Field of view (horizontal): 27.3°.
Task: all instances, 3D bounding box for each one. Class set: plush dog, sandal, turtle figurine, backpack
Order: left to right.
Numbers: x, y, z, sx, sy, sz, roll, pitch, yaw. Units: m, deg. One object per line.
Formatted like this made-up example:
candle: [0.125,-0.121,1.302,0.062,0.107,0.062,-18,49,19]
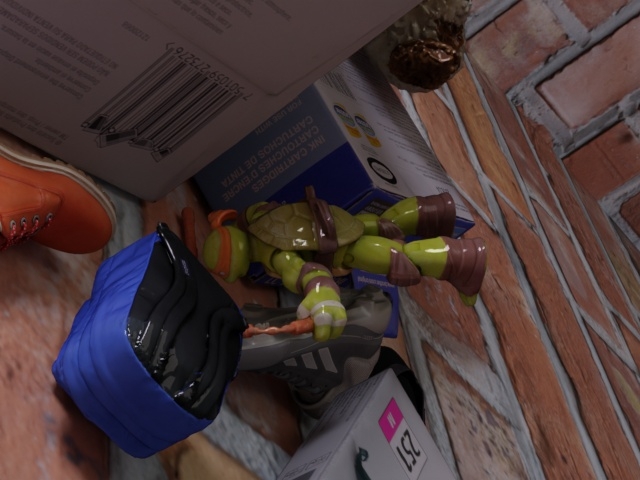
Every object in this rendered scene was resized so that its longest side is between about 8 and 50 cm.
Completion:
backpack: [-0.104,0.072,0.785,0.098,0.101,0.120,45,24,-22]
turtle figurine: [0.000,0.000,0.987,0.269,0.217,0.087,-138,-132,-67]
sandal: [0.059,0.155,1.126,0.097,0.054,0.254,52,18,-6]
plush dog: [0.073,-0.250,1.284,0.262,0.211,0.225,-63,134,-64]

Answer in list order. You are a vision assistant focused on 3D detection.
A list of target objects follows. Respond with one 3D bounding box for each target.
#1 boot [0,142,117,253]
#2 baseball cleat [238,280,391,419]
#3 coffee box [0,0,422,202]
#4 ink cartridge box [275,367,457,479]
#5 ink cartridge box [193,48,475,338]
boot: [-0.189,-0.015,0.809,0.158,0.059,0.084,27,34,-39]
baseball cleat: [-0.018,0.095,1.013,0.206,0.109,0.072,-10,24,-43]
coffee box: [-0.148,-0.292,0.952,0.338,0.338,0.334,30,29,-53]
ink cartridge box: [0.057,0.241,0.897,0.239,0.060,0.275,59,20,-4]
ink cartridge box: [-0.014,-0.098,1.248,0.395,0.151,0.270,58,18,19]
